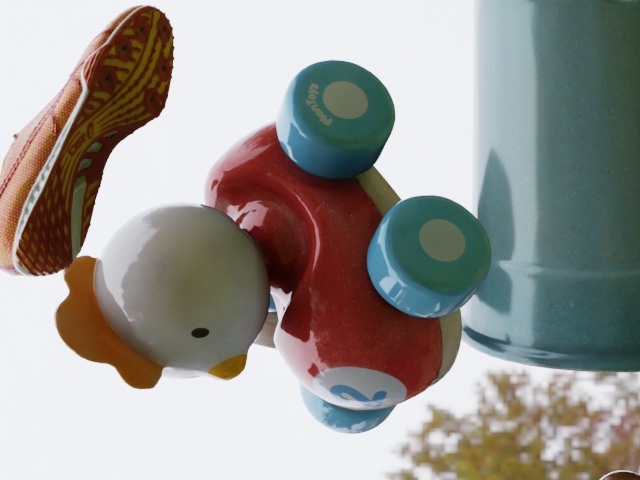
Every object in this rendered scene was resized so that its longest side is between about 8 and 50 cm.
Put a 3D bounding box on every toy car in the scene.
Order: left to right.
[{"bbox_3d":[-0.052,0.040,1.039,0.238,0.219,0.210,-24,-111,-26],"label":"toy car"}]

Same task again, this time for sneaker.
[{"bbox_3d":[-0.140,-0.062,0.901,0.175,0.067,0.064,-60,-42,-19],"label":"sneaker"}]

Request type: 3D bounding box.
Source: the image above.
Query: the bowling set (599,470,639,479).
[{"bbox_3d":[0.317,0.243,1.299,0.287,0.200,0.154,-111,12,-86],"label":"bowling set"}]

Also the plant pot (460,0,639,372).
[{"bbox_3d":[0.281,-0.087,1.526,0.341,0.341,0.334,-27,-64,-53],"label":"plant pot"}]

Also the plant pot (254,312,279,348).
[{"bbox_3d":[0.000,0.000,1.570,0.237,0.237,0.109,-45,-44,-48],"label":"plant pot"}]
